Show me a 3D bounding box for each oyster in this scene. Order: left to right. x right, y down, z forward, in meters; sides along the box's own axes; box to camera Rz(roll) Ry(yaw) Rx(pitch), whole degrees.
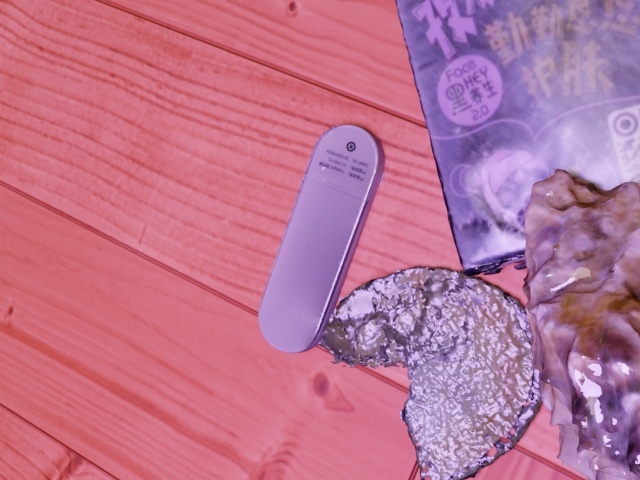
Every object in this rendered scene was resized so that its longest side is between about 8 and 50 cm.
[{"bbox_3d":[0.238,0.069,0.659,0.238,0.115,0.351,-41,40,17],"label":"oyster"}]

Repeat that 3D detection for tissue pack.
[{"bbox_3d":[0.210,-0.169,0.851,0.259,0.122,0.361,-17,80,22],"label":"tissue pack"}]

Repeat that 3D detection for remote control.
[{"bbox_3d":[0.000,0.000,0.996,0.077,0.022,0.245,22,98,21],"label":"remote control"}]

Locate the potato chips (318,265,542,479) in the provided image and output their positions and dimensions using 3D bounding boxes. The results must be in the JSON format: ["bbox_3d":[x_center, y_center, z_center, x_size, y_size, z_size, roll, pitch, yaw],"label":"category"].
[{"bbox_3d":[0.106,0.120,0.944,0.220,0.029,0.202,36,103,18],"label":"potato chips"}]
